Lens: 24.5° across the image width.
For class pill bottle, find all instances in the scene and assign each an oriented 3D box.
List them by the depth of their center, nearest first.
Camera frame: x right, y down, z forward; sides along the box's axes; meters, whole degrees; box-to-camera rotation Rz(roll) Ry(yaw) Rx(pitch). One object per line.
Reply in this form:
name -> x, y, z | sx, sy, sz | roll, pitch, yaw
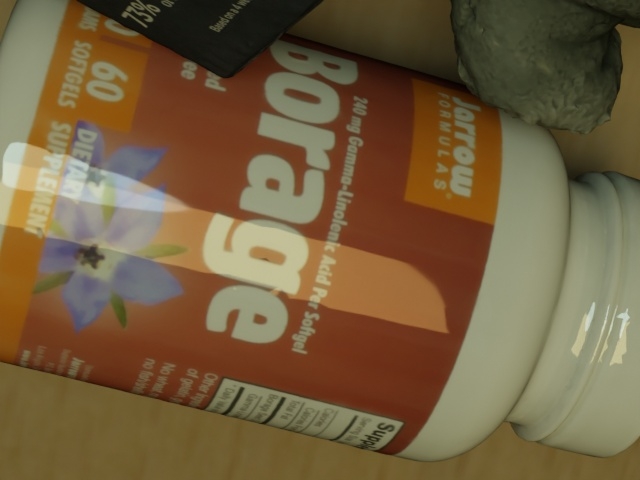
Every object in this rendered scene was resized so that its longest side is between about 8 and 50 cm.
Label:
pill bottle -> 0.000, 0.000, 0.464 | 0.216, 0.121, 0.121 | 14, 109, -10

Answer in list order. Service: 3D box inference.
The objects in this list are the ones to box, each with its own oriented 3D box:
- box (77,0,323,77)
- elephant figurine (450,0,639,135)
box -> -0.069, -0.142, 0.328 | 0.207, 0.153, 0.108 | 28, 76, -15
elephant figurine -> 0.166, -0.095, 0.411 | 0.239, 0.186, 0.169 | 16, 117, -1
